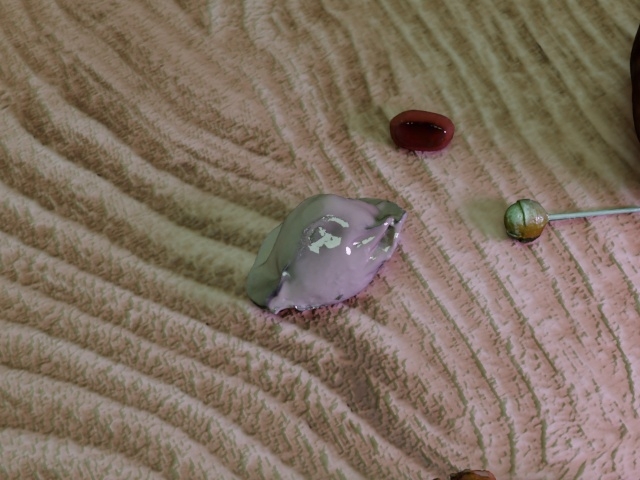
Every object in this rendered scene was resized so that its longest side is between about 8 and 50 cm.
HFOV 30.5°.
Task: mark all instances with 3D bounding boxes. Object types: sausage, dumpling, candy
[{"bbox_3d":[0.146,-0.159,1.697,0.094,0.059,0.054,7,25,8],"label":"sausage"},{"bbox_3d":[0.000,0.000,1.621,0.247,0.142,0.172,-28,32,0],"label":"dumpling"},{"bbox_3d":[0.355,-0.034,1.635,0.202,0.061,0.061,-5,67,-6],"label":"candy"}]

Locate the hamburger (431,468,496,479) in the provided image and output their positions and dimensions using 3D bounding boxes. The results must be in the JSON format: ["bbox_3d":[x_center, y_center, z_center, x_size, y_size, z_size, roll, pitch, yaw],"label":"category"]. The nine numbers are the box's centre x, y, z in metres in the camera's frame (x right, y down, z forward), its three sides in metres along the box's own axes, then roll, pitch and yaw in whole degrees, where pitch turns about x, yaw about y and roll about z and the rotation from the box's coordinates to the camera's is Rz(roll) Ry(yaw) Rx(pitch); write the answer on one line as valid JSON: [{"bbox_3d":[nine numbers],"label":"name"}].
[{"bbox_3d":[0.124,0.379,1.421,0.282,0.155,0.245,18,67,16],"label":"hamburger"}]

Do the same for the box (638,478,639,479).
[{"bbox_3d":[0.388,0.398,1.381,0.212,0.095,0.168,-39,104,-12],"label":"box"}]

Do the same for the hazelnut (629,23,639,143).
[{"bbox_3d":[0.617,-0.232,1.531,0.402,0.402,0.429,9,70,9],"label":"hazelnut"}]
